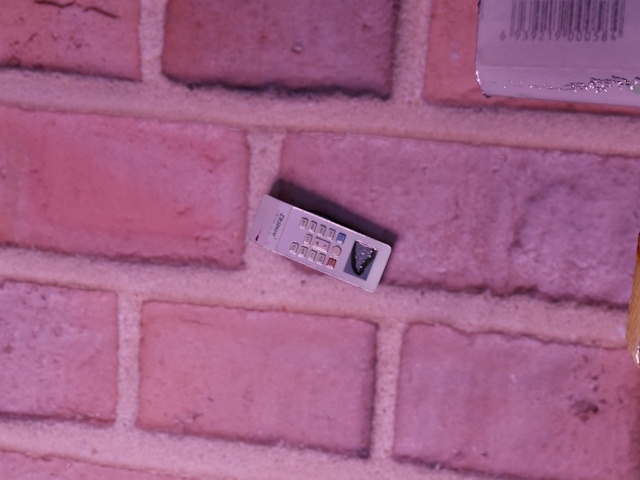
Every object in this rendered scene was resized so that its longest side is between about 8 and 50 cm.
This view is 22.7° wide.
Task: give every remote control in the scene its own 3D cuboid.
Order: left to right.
[{"bbox_3d":[0.000,0.000,1.883,0.166,0.029,0.065,22,102,6],"label":"remote control"}]

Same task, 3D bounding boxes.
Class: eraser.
[{"bbox_3d":[0.279,-0.231,1.701,0.227,0.081,0.174,9,98,41],"label":"eraser"}]

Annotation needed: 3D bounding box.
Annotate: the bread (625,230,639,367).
[{"bbox_3d":[0.403,0.013,1.743,0.141,0.178,0.266,17,101,44],"label":"bread"}]
